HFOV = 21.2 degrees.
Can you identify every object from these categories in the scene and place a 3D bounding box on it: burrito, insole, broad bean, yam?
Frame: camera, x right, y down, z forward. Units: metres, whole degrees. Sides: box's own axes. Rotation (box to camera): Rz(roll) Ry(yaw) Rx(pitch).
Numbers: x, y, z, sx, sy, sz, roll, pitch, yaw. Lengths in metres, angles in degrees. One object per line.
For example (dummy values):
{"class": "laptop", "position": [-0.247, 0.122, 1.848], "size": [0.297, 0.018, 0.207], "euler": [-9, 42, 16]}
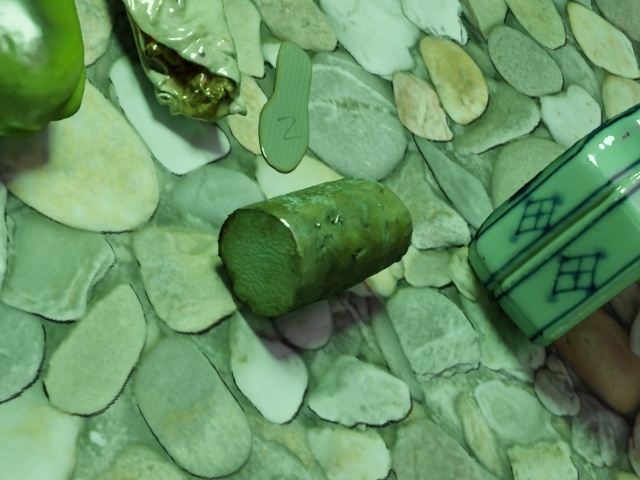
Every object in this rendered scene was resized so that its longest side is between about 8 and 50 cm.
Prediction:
{"class": "burrito", "position": [-0.170, -0.286, 1.703], "size": [0.117, 0.076, 0.392], "euler": [0, 59, -37]}
{"class": "insole", "position": [-0.033, -0.140, 1.782], "size": [0.064, 0.004, 0.188], "euler": [32, 43, -25]}
{"class": "broad bean", "position": [-0.318, -0.211, 1.456], "size": [0.291, 0.119, 0.238], "euler": [52, 44, -3]}
{"class": "yam", "position": [0.000, 0.000, 1.627], "size": [0.194, 0.107, 0.107], "euler": [-20, 77, -51]}

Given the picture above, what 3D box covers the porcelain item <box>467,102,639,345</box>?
{"class": "porcelain item", "position": [0.316, -0.033, 1.829], "size": [0.157, 0.286, 0.281], "euler": [53, 40, 7]}
